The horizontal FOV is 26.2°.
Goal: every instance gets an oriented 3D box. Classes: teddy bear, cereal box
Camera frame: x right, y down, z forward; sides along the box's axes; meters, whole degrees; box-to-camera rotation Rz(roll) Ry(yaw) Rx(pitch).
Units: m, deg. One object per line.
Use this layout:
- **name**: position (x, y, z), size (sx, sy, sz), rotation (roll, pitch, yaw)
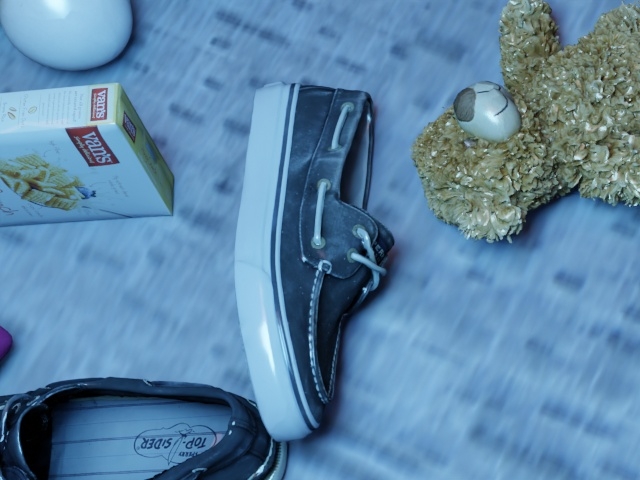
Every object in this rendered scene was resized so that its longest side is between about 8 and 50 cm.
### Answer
- **teddy bear**: position (0.237, -0.123, 1.152), size (0.338, 0.113, 0.245), rotation (-8, 62, 7)
- **cereal box**: position (-0.263, -0.067, 1.186), size (0.240, 0.173, 0.047), rotation (-4, 65, 10)

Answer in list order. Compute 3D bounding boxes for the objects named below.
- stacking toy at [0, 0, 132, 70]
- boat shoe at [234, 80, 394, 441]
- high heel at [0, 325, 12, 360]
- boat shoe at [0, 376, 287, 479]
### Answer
- **stacking toy**: position (-0.375, -0.323, 1.295), size (0.480, 0.350, 0.350), rotation (32, 75, 4)
- **boat shoe**: position (0.000, 0.000, 1.128), size (0.119, 0.121, 0.335), rotation (-6, 60, 10)
- **high heel**: position (-0.441, 0.019, 1.221), size (0.181, 0.127, 0.377), rotation (-31, 69, -25)
- **boat shoe**: position (-0.203, 0.167, 1.100), size (0.340, 0.113, 0.127), rotation (0, 66, 10)
